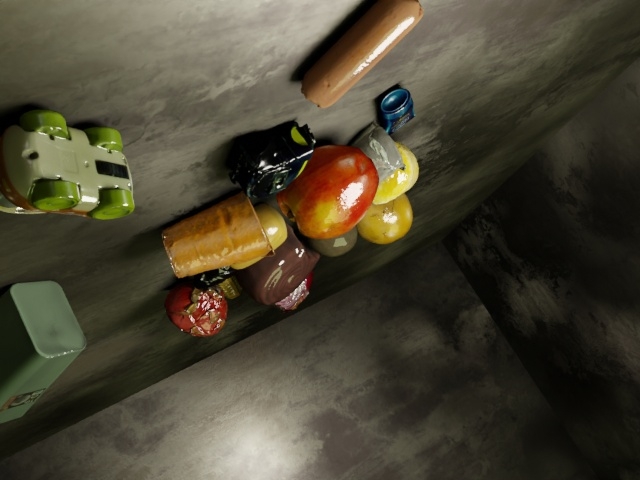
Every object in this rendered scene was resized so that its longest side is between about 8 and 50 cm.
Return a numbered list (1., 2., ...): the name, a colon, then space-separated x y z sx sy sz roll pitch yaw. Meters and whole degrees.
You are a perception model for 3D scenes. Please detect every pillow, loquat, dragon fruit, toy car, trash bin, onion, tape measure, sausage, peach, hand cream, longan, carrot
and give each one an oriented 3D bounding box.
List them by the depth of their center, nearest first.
1. toy car: -0.448 -0.095 0.896 0.235 0.145 0.235 -14 170 -2
2. sausage: 0.076 -0.373 1.064 0.289 0.086 0.086 -39 163 25
3. tape measure: -0.115 -0.179 1.288 0.199 0.112 0.186 -22 165 -27
4. trash bin: -0.750 0.277 1.325 0.343 0.223 0.158 -39 163 25
5. carrot: -0.271 -0.001 1.438 0.254 0.196 0.196 -23 164 -7
6. peach: 0.024 -0.134 1.450 0.281 0.238 0.281 -36 169 -8
7. hand cream: 0.210 -0.346 1.504 0.120 0.061 0.270 -37 173 6
8. pillow: 0.119 -0.204 1.549 0.059 0.169 0.255 -22 167 -48
9. dragon fruit: -0.393 0.195 1.816 0.223 0.218 0.148 -10 139 -54
10. longan: 0.035 -0.034 1.906 0.198 0.198 0.212 -27 173 -13
11. loquat: 0.218 -0.100 1.968 0.235 0.235 0.235 -29 165 -8
12. onion: -0.146 0.164 2.190 0.206 0.216 0.207 -45 179 -12

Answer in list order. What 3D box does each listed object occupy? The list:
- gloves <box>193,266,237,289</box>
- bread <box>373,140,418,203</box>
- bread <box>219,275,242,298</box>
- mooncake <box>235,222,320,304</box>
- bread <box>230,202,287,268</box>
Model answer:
1. gloves: -0.312 0.062 1.709 0.203 0.124 0.164 -35 -175 47
2. bread: 0.193 -0.212 1.648 0.197 0.197 0.170 -38 171 27
3. bread: -0.339 0.146 1.980 0.077 0.084 0.367 11 163 1
4. mooncake: -0.140 0.086 1.935 0.334 0.174 0.326 -34 159 -27
5. bread: -0.203 -0.008 1.598 0.217 0.147 0.098 -35 -157 2
